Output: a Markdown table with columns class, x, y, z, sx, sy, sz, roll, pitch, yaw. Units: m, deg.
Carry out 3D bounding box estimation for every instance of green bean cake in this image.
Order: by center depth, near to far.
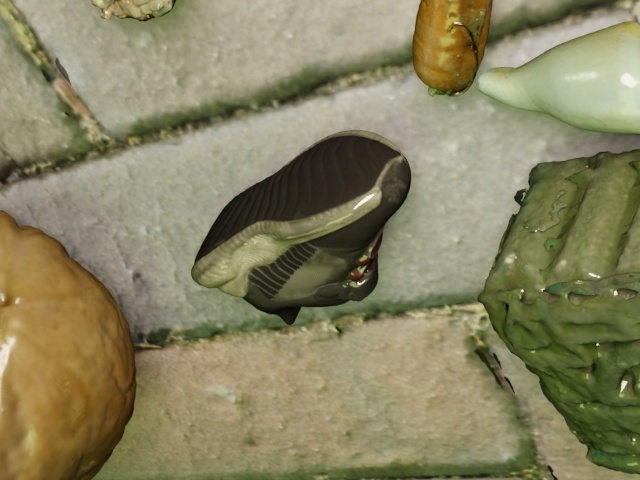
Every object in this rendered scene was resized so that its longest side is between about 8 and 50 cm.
| class | x | y | z | sx | sy | sz | roll | pitch | yaw |
| --- | --- | --- | --- | --- | --- | --- | --- | --- | --- |
| green bean cake | 0.255 | 0.062 | 0.630 | 0.241 | 0.132 | 0.255 | -7 | 132 | 39 |

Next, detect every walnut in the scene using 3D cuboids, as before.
| class | x | y | z | sx | sy | sz | roll | pitch | yaw |
| --- | --- | --- | --- | --- | --- | --- | --- | --- | --- |
| walnut | -0.325 | 0.129 | 0.898 | 0.332 | 0.333 | 0.333 | 14 | 135 | 14 |

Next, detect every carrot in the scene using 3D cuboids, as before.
| class | x | y | z | sx | sy | sz | roll | pitch | yaw |
| --- | --- | --- | --- | --- | --- | --- | --- | --- | --- |
| carrot | 0.086 | -0.192 | 0.559 | 0.049 | 0.049 | 0.255 | 16 | 132 | 12 |

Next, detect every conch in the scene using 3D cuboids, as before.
| class | x | y | z | sx | sy | sz | roll | pitch | yaw |
| --- | --- | --- | --- | --- | --- | --- | --- | --- | --- |
| conch | 0.182 | -0.096 | 0.583 | 0.180 | 0.088 | 0.065 | 5 | 104 | 39 |

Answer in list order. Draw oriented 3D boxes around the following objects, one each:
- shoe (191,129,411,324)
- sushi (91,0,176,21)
| class | x | y | z | sx | sy | sz | roll | pitch | yaw |
| --- | --- | --- | --- | --- | --- | --- | --- | --- | --- |
| shoe | 0.000 | 0.000 | 0.753 | 0.112 | 0.099 | 0.227 | 42 | 140 | -25 |
| sushi | -0.117 | -0.213 | 0.612 | 0.090 | 0.078 | 0.150 | 15 | 135 | 13 |
